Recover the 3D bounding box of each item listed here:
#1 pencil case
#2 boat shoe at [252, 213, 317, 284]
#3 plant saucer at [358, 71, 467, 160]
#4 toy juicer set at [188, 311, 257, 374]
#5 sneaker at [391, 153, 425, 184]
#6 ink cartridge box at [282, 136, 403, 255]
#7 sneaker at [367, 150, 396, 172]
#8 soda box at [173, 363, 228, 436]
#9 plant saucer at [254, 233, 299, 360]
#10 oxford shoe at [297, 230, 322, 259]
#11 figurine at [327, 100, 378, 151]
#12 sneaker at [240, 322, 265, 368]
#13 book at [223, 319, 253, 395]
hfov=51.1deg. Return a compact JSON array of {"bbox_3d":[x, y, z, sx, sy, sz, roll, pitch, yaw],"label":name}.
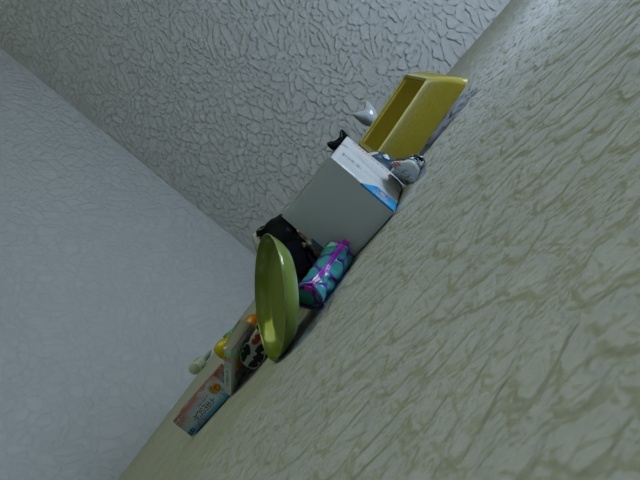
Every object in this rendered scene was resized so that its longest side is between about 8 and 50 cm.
[{"bbox_3d":[0.008,0.065,1.286,0.152,0.064,0.070,-54,-11,-42],"label":"pencil case"},{"bbox_3d":[-0.060,0.083,1.488,0.127,0.158,0.340,-33,-21,-8],"label":"boat shoe"},{"bbox_3d":[0.212,-0.309,1.749,0.333,0.081,0.333,-56,15,10],"label":"plant saucer"},{"bbox_3d":[-0.205,0.264,1.648,0.329,0.089,0.209,-40,1,24],"label":"toy juicer set"},{"bbox_3d":[0.191,-0.163,1.420,0.065,0.061,0.158,-44,4,-2],"label":"sneaker"},{"bbox_3d":[0.055,-0.089,1.433,0.168,0.171,0.233,-49,3,22],"label":"ink cartridge box"},{"bbox_3d":[0.100,-0.090,1.604,0.283,0.110,0.122,-60,3,45],"label":"sneaker"},{"bbox_3d":[-0.268,0.376,1.576,0.183,0.063,0.058,-49,3,24],"label":"soda box"},{"bbox_3d":[-0.082,0.106,1.275,0.241,0.037,0.241,177,90,-72],"label":"plant saucer"},{"bbox_3d":[0.025,-0.019,1.848,0.363,0.130,0.133,-41,40,30],"label":"oxford shoe"},{"bbox_3d":[0.159,-0.308,2.101,0.215,0.209,0.092,-51,3,-13],"label":"figurine"},{"bbox_3d":[-0.115,0.201,1.462,0.170,0.068,0.071,-50,-2,14],"label":"sneaker"},{"bbox_3d":[-0.186,0.262,1.490,0.096,0.035,0.144,-56,-22,-48],"label":"book"}]
